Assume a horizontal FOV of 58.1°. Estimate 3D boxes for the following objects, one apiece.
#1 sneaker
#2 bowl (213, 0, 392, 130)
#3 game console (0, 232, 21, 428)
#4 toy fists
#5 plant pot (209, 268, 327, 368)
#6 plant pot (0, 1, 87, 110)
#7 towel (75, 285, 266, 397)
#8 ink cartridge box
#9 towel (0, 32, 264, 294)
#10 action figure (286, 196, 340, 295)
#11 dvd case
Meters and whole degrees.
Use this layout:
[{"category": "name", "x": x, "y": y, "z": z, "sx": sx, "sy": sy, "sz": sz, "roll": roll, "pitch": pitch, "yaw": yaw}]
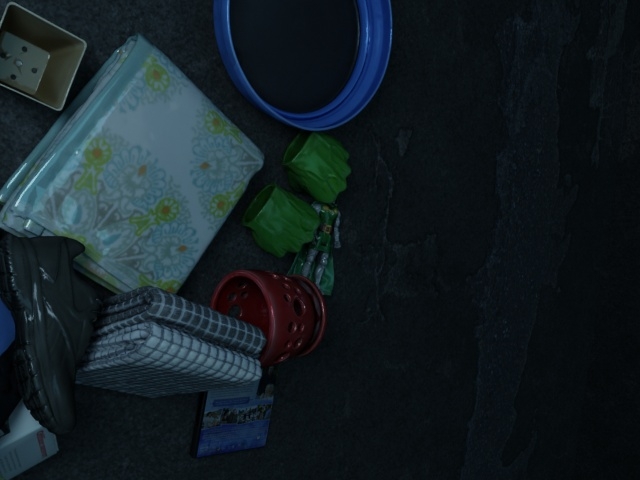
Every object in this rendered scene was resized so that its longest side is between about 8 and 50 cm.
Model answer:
[{"category": "sneaker", "x": -0.364, "y": 0.125, "z": 0.808, "sx": 0.130, "sy": 0.109, "sz": 0.286, "roll": -8, "pitch": 87, "yaw": -41}, {"category": "bowl", "x": -0.025, "y": -0.406, "z": 1.085, "sx": 0.391, "sy": 0.077, "sz": 0.390, "roll": -11, "pitch": 107, "yaw": -38}, {"category": "game console", "x": -0.474, "y": 0.075, "z": 0.711, "sx": 0.060, "sy": 0.342, "sz": 0.386, "roll": -13, "pitch": 111, "yaw": -4}, {"category": "toy fists", "x": -0.042, "y": -0.096, "z": 1.188, "sx": 0.142, "sy": 0.096, "sz": 0.279, "roll": 39, "pitch": 75, "yaw": -28}, {"category": "plant pot", "x": -0.098, "y": 0.153, "z": 1.134, "sx": 0.174, "sy": 0.191, "sz": 0.191, "roll": 6, "pitch": 95, "yaw": -50}, {"category": "plant pot", "x": -0.419, "y": -0.257, "z": 0.823, "sx": 0.109, "sy": 0.096, "sz": 0.109, "roll": 23, "pitch": 85, "yaw": -42}, {"category": "towel", "x": -0.266, "y": 0.173, "z": 0.941, "sx": 0.235, "sy": 0.284, "sz": 0.121, "roll": 30, "pitch": 53, "yaw": -45}, {"category": "ink cartridge box", "x": -0.497, "y": 0.313, "z": 0.858, "sx": 0.175, "sy": 0.072, "sz": 0.127, "roll": -25, "pitch": 151, "yaw": -35}, {"category": "towel", "x": -0.298, "y": -0.100, "z": 0.972, "sx": 0.320, "sy": 0.090, "sz": 0.374, "roll": 45, "pitch": 70, "yaw": -40}, {"category": "action figure", "x": 0.000, "y": 0.000, "z": 1.268, "sx": 0.137, "sy": 0.063, "sz": 0.232, "roll": 14, "pitch": 86, "yaw": -39}, {"category": "dvd case", "x": -0.172, "y": 0.322, "z": 1.210, "sx": 0.180, "sy": 0.022, "sz": 0.252, "roll": 7, "pitch": 95, "yaw": -41}]
